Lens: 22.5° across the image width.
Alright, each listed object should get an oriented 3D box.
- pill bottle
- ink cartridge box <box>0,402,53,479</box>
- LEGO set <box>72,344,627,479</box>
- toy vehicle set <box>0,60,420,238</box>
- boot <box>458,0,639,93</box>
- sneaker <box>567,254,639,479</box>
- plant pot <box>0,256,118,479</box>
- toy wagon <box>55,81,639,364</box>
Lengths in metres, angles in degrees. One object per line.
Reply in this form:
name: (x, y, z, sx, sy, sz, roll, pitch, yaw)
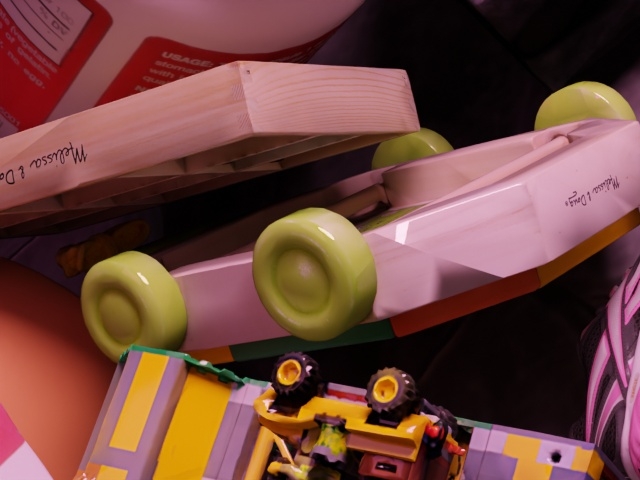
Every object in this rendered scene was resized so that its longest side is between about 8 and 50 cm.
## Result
pill bottle: (-0.092, -0.182, 0.954, 0.408, 0.229, 0.229, -38, 33, 59)
ink cartridge box: (-0.199, 0.249, 0.698, 0.279, 0.384, 0.160, -27, 11, 30)
LEGO set: (0.033, 0.189, 0.605, 0.255, 0.331, 0.192, 10, 69, 24)
toy vehicle set: (-0.100, -0.043, 0.868, 0.267, 0.166, 0.035, -14, 86, 32)
boot: (0.146, -0.337, 0.988, 0.367, 0.146, 0.445, -56, 30, 17)
sneaker: (0.158, 0.036, 0.771, 0.077, 0.072, 0.178, -13, 47, 53)
plant pot: (-0.216, 0.141, 0.928, 0.291, 0.291, 0.203, -8, 40, 43)
toy wagon: (0.000, 0.000, 0.842, 0.344, 0.068, 0.267, -13, 9, 41)
